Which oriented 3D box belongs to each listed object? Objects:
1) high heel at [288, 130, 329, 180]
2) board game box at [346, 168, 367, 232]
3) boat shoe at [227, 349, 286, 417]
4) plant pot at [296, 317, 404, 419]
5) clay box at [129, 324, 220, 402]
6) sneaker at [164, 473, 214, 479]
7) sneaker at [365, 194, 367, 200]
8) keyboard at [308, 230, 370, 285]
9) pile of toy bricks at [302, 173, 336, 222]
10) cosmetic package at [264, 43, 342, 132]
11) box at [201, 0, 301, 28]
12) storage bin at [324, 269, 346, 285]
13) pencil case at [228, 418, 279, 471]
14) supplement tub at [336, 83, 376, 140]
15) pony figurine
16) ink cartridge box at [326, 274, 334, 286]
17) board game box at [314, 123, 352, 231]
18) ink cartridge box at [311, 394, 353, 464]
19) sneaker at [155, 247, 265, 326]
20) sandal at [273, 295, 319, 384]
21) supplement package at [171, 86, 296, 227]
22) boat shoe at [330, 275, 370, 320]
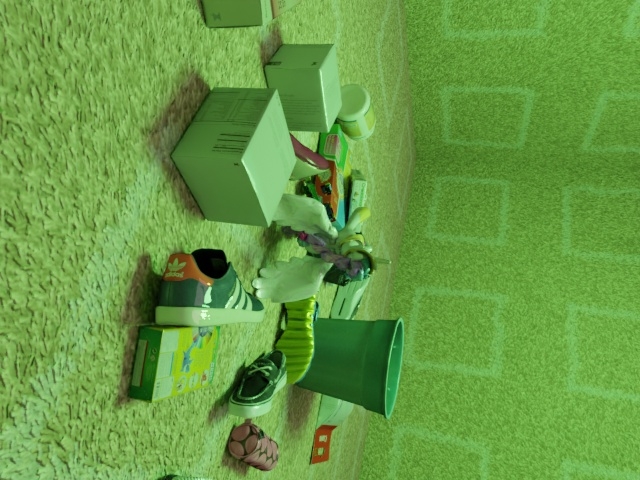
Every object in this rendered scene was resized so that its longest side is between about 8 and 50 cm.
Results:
[{"bbox_3d":[-0.075,-0.253,1.300,0.377,0.127,0.182,-33,108,-72],"label":"high heel"},{"bbox_3d":[0.131,-0.163,1.924,0.305,0.053,0.193,-92,-171,-74],"label":"board game box"},{"bbox_3d":[-0.154,0.360,1.278,0.301,0.108,0.102,-15,110,-74],"label":"boat shoe"},{"bbox_3d":[0.100,0.417,1.726,0.341,0.333,0.342,6,90,-73],"label":"plant pot"},{"bbox_3d":[-0.270,0.226,0.949,0.222,0.053,0.128,27,70,-73],"label":"clay box"},{"bbox_3d":[-0.267,0.571,1.001,0.235,0.093,0.153,88,8,-56],"label":"sneaker"},{"bbox_3d":[0.152,-0.155,2.145,0.106,0.078,0.234,70,27,-49],"label":"sneaker"},{"bbox_3d":[0.087,0.070,1.797,0.317,0.033,0.202,-21,83,-48],"label":"keyboard"},{"bbox_3d":[-0.026,-0.154,1.561,0.105,0.118,0.213,-121,-167,-72],"label":"pile of toy bricks"},{"bbox_3d":[-0.039,-0.407,1.310,0.184,0.151,0.152,81,22,-43],"label":"cosmetic package"},{"bbox_3d":[-0.138,-0.534,0.994,0.232,0.126,0.149,-63,154,-50],"label":"box"},{"bbox_3d":[0.080,0.075,1.921,0.122,0.084,0.180,99,9,-51],"label":"storage bin"},{"bbox_3d":[-0.171,0.553,1.320,0.209,0.095,0.098,74,12,-54],"label":"pencil case"},{"bbox_3d":[0.129,-0.473,1.838,0.200,0.144,0.145,47,51,-68],"label":"supplement tub"},{"bbox_3d":[0.000,0.000,1.357,0.363,0.350,0.303,-91,-175,-70],"label":"pony figurine"},{"bbox_3d":[0.047,0.153,1.978,0.083,0.028,0.048,-51,143,-60],"label":"ink cartridge box"},{"bbox_3d":[0.048,-0.216,1.760,0.242,0.064,0.317,47,47,-68],"label":"board game box"},{"bbox_3d":[0.068,0.775,2.155,0.308,0.091,0.385,55,43,-65],"label":"ink cartridge box"},{"bbox_3d":[-0.203,0.094,1.002,0.350,0.131,0.148,31,60,-75],"label":"sneaker"},{"bbox_3d":[-0.062,0.286,1.532,0.138,0.126,0.318,57,43,-70],"label":"sandal"},{"bbox_3d":[-0.162,-0.168,0.997,0.194,0.149,0.203,74,28,-50],"label":"supplement package"},{"bbox_3d":[0.125,0.242,2.154,0.335,0.121,0.119,-59,160,-31],"label":"boat shoe"}]
